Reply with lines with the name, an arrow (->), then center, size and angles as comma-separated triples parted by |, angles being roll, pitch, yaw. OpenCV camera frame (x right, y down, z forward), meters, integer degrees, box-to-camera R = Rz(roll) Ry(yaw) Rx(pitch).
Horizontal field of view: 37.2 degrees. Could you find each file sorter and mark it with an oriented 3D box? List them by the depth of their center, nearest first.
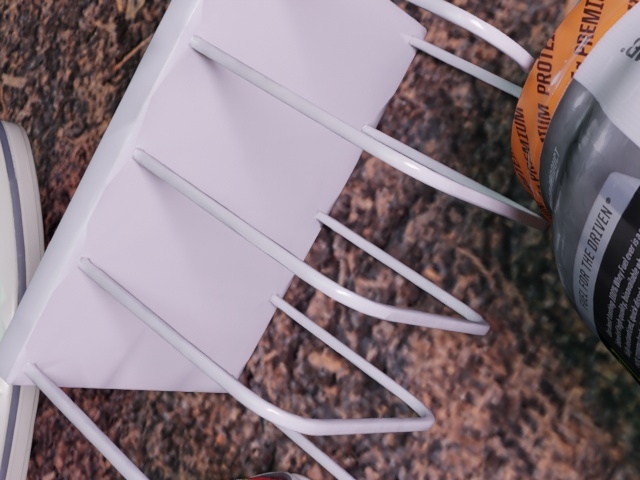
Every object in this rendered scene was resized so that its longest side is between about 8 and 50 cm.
file sorter -> 0.000, 0.000, 0.518 | 0.173, 0.193, 0.277 | 33, 99, 32

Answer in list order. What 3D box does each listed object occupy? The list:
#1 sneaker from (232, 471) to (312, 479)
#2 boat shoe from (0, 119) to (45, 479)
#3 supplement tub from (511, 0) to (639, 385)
sneaker -> -0.124, 0.211, 0.599 | 0.279, 0.118, 0.107 | -32, 63, 25
boat shoe -> -0.294, 0.152, 0.678 | 0.187, 0.156, 0.499 | -177, 98, -69
supplement tub -> 0.218, 0.023, 0.342 | 0.193, 0.194, 0.316 | -49, 48, 16
